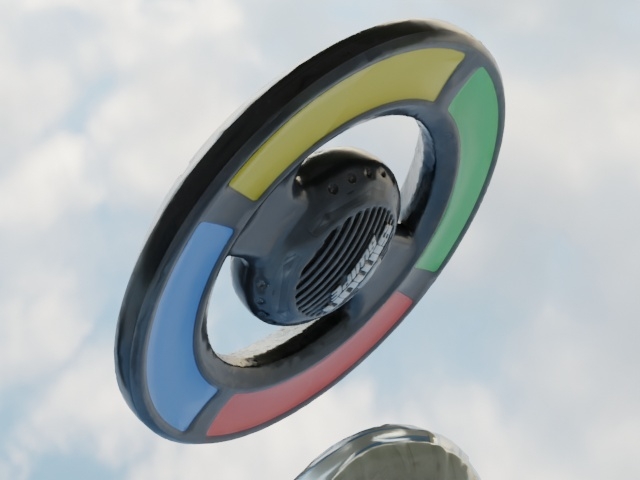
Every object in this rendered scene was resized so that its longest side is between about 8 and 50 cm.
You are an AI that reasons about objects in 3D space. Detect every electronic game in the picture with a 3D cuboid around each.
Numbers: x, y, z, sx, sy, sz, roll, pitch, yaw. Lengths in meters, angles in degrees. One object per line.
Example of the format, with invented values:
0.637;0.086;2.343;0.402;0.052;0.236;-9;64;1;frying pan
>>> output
0.000;0.000;0.785;0.229;0.229;0.048;-34;-121;-27;electronic game

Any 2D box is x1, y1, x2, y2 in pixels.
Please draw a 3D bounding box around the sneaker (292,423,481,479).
-0.015;0.170;0.576;0.085;0.086;0.237;31;-94;4;sneaker
